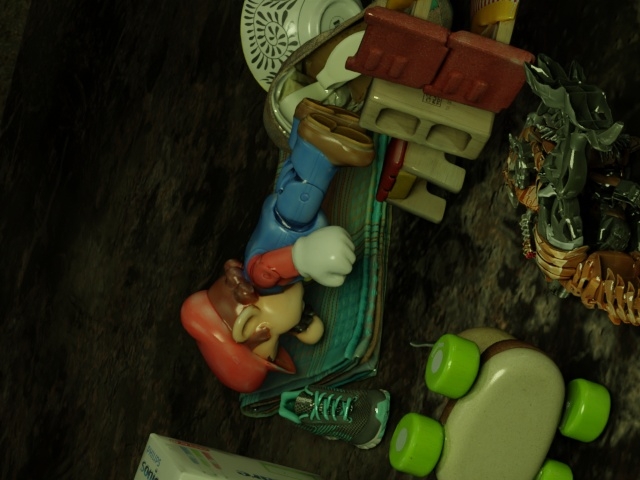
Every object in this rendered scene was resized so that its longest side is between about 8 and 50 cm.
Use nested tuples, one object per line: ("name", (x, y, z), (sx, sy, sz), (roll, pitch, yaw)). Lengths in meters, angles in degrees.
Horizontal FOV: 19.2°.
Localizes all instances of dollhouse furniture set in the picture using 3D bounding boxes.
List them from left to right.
("dollhouse furniture set", (0.104, -0.191, 1.792), (0.374, 0.152, 0.201), (115, 171, -67))

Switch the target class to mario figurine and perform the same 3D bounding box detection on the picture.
("mario figurine", (-0.017, 0.022, 1.992), (0.170, 0.198, 0.321), (32, 109, 23))

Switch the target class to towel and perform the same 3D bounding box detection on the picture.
("towel", (0.000, 0.000, 2.135), (0.271, 0.040, 0.370), (-28, 50, 55))

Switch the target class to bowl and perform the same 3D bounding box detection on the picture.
("bowl", (-0.002, -0.241, 2.161), (0.080, 0.170, 0.170), (6, 79, 50))

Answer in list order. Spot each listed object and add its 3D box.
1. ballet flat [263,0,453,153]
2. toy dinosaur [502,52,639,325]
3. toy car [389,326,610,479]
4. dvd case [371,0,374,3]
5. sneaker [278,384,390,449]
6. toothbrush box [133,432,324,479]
("ballet flat", (0.013, -0.177, 2.040), (0.316, 0.107, 0.106), (-42, -3, 43))
("toy dinosaur", (0.243, -0.030, 1.600), (0.322, 0.164, 0.218), (44, 131, 42))
("toy car", (0.139, 0.136, 1.658), (0.188, 0.155, 0.149), (-120, 52, -69))
("dvd case", (0.096, -0.355, 2.116), (0.179, 0.029, 0.239), (126, 154, -69))
("sneaker", (0.011, 0.178, 1.957), (0.166, 0.076, 0.065), (-15, 62, 61))
("toothbrush box", (-0.114, 0.367, 1.942), (0.122, 0.206, 0.283), (36, 108, 64))
